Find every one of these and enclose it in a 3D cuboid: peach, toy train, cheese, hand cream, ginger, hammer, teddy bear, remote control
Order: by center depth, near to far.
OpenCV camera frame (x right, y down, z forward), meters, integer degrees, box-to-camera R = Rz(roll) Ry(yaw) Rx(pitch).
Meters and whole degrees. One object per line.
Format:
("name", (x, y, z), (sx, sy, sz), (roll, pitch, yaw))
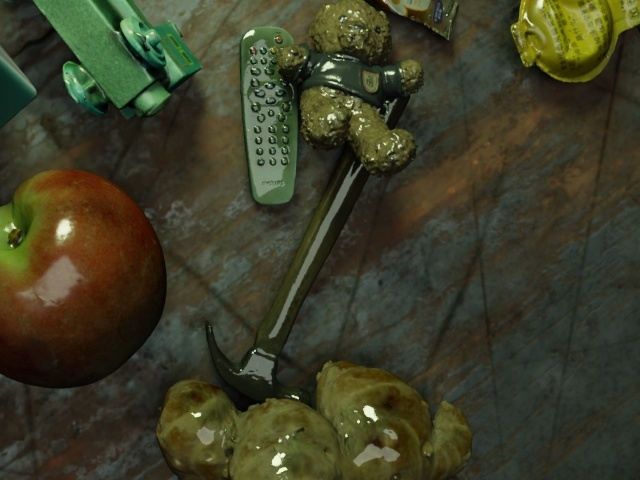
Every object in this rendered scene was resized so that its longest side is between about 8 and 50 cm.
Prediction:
("peach", (-0.297, 0.050, 1.365), (0.252, 0.252, 0.253), (-1, 95, -11))
("toy train", (-0.268, -0.272, 1.365), (0.120, 0.194, 0.298), (-35, 97, 14))
("ginger", (0.003, 0.247, 1.410), (0.375, 0.256, 0.176), (-9, 135, -17))
("teddy bear", (0.028, -0.183, 1.448), (0.181, 0.129, 0.251), (17, 56, -20))
("remote control", (-0.064, -0.155, 1.486), (0.072, 0.042, 0.222), (-2, 94, -11))
("hand cream", (0.101, -0.309, 1.508), (0.163, 0.039, 0.062), (19, 65, -13))
("hammer", (0.000, 0.000, 1.513), (0.168, 0.044, 0.440), (27, 89, -14))
("cheese", (0.354, -0.295, 1.549), (0.250, 0.064, 0.157), (-26, 100, -18))

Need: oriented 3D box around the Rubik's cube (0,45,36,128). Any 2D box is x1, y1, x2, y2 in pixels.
("Rubik's cube", (-0.525, -0.207, 1.233), (0.358, 0.387, 0.368), (-42, 57, -3))
